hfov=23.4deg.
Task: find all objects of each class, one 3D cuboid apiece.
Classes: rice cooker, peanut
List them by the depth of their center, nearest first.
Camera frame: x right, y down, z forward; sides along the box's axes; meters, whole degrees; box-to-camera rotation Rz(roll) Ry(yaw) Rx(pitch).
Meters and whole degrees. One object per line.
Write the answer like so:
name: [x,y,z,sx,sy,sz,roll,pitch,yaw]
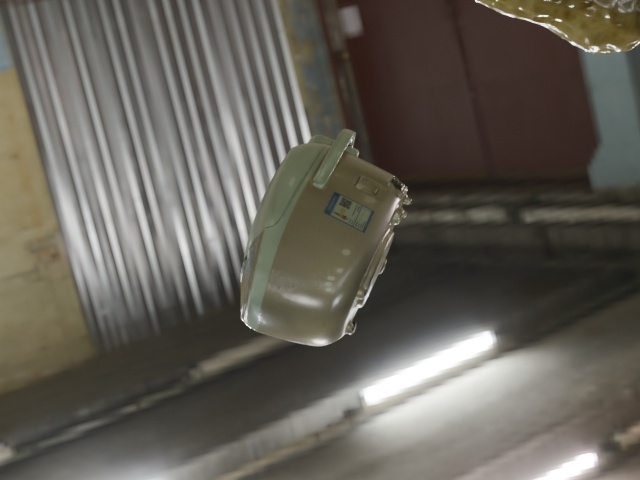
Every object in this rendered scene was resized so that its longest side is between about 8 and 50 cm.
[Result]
rice cooker: [0.000,0.000,1.378,0.127,0.145,0.206,26,-128,7]
peanut: [0.214,-0.248,1.454,0.229,0.098,0.103,21,-175,-16]
